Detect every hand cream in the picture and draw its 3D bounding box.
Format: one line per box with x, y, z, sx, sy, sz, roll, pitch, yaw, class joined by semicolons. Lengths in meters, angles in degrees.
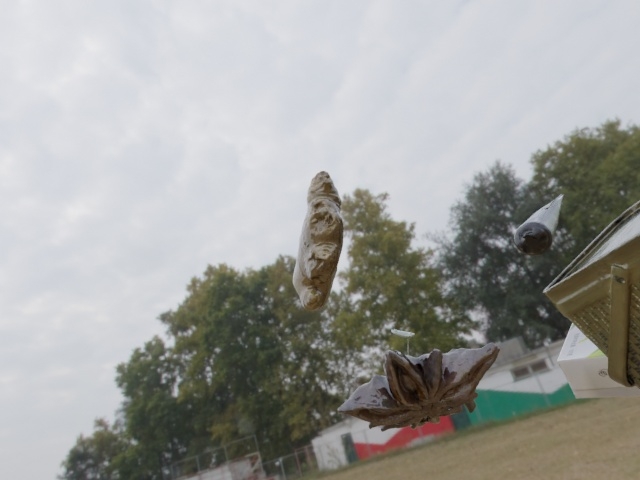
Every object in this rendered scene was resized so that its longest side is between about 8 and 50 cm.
0.381;-0.027;0.834;0.086;0.055;0.235;-51;-13;31;hand cream

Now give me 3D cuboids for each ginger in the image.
0.001;0.003;0.774;0.074;0.137;0.214;8;-72;-18;ginger

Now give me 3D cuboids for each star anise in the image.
0.199;0.292;0.951;0.349;0.109;0.293;0;-39;-18;star anise

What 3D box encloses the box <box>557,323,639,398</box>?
0.653;0.215;1.039;0.194;0.111;0.260;-23;8;45;box

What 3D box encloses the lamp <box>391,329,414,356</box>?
0.195;0.312;1.154;0.056;0.199;0.050;1;-3;6;lamp

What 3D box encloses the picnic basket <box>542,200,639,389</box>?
0.310;0.007;0.331;0.165;0.139;0.267;-33;-16;-27;picnic basket
